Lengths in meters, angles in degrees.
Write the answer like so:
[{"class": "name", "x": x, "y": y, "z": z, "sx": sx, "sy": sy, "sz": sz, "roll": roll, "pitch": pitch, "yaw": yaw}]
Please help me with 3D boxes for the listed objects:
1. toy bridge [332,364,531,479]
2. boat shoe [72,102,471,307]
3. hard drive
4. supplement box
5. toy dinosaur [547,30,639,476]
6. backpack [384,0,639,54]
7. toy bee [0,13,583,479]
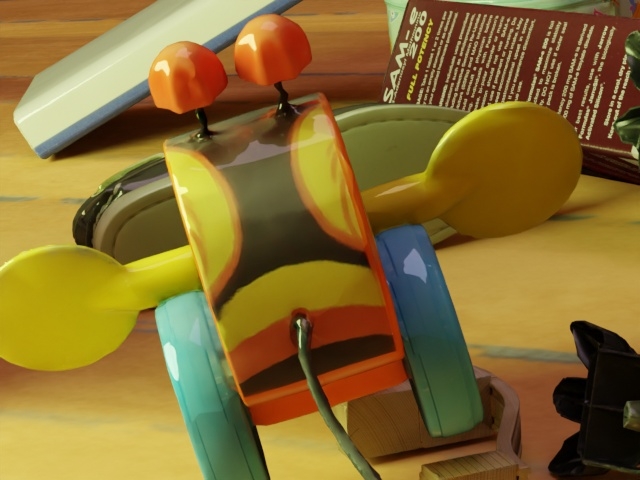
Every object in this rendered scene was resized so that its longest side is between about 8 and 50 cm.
[{"class": "toy bridge", "x": 0.036, "y": 0.064, "z": 0.716, "sx": 0.063, "sy": 0.026, "sz": 0.188, "roll": -9, "pitch": 14, "yaw": -17}, {"class": "boat shoe", "x": -0.014, "y": -0.027, "z": 0.991, "sx": 0.227, "sy": 0.081, "sz": 0.068, "roll": -14, "pitch": 20, "yaw": -20}, {"class": "hard drive", "x": -0.071, "y": -0.174, "z": 1.420, "sx": 0.318, "sy": 0.040, "sz": 0.210, "roll": -31, "pitch": 13, "yaw": 4}, {"class": "supplement box", "x": 0.152, "y": -0.074, "z": 1.046, "sx": 0.130, "sy": 0.073, "sz": 0.239, "roll": 16, "pitch": 0, "yaw": -34}, {"class": "toy dinosaur", "x": 0.203, "y": 0.013, "z": 0.633, "sx": 0.218, "sy": 0.164, "sz": 0.322, "roll": 10, "pitch": -8, "yaw": -3}, {"class": "backpack", "x": 0.135, "y": -0.159, "z": 1.355, "sx": 0.166, "sy": 0.144, "sz": 0.188, "roll": 10, "pitch": 27, "yaw": 33}, {"class": "toy bee", "x": 0.000, "y": 0.000, "z": 0.614, "sx": 0.195, "sy": 0.162, "sz": 0.298, "roll": -23, "pitch": 19, "yaw": -21}]
